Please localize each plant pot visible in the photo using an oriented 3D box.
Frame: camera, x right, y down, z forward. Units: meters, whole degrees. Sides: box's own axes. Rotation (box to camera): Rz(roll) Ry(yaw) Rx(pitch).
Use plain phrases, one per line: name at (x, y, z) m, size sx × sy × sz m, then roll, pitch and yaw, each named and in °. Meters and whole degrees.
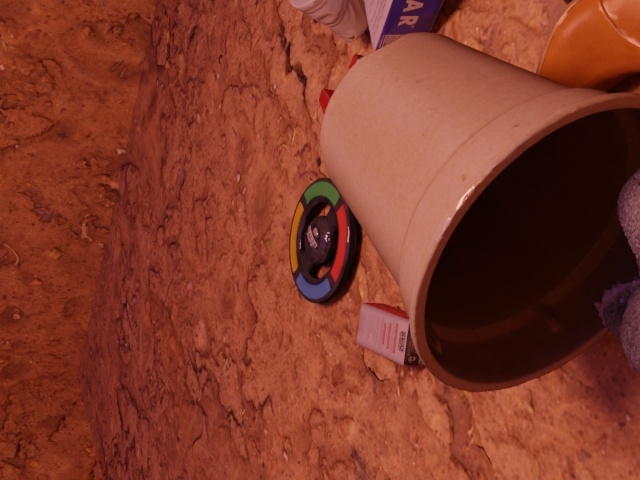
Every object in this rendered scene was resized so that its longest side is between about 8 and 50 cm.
plant pot at (0.160, -0.064, 0.885) m, size 0.305 × 0.333 × 0.334 m, roll 50°, pitch 128°, yaw 44°

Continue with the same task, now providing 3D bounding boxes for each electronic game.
electronic game at (0.000, 0.000, 1.502) m, size 0.229 × 0.048 × 0.229 m, roll -18°, pitch 70°, yaw 60°

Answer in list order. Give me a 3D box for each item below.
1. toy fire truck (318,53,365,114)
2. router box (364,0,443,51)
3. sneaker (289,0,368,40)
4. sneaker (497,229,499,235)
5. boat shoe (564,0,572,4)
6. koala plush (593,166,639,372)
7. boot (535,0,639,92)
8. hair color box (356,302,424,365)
toy fire truck at (0.068, -0.241, 1.416) m, size 0.135 × 0.047 × 0.192 m, roll -66°, pitch 35°, yaw 32°
router box at (0.128, -0.497, 1.204) m, size 0.335 × 0.082 × 0.301 m, roll 110°, pitch 154°, yaw -64°
sneaker at (0.020, -0.483, 1.422) m, size 0.108 × 0.169 × 0.293 m, roll -14°, pitch 65°, yaw 35°
sneaker at (0.233, 0.050, 1.030) m, size 0.081 × 0.080 × 0.211 m, roll -34°, pitch 52°, yaw 57°
boat shoe at (0.300, -0.324, 1.009) m, size 0.049 × 0.040 × 0.142 m, roll -63°, pitch 35°, yaw 35°
koala plush at (0.340, 0.046, 0.747) m, size 0.196 × 0.203 × 0.221 m, roll -119°, pitch 31°, yaw -47°
boot at (0.348, -0.196, 0.838) m, size 0.295 × 0.104 × 0.211 m, roll -64°, pitch 37°, yaw 32°
hair color box at (0.111, 0.143, 1.279) m, size 0.141 × 0.043 × 0.072 m, roll 16°, pitch 100°, yaw 62°
